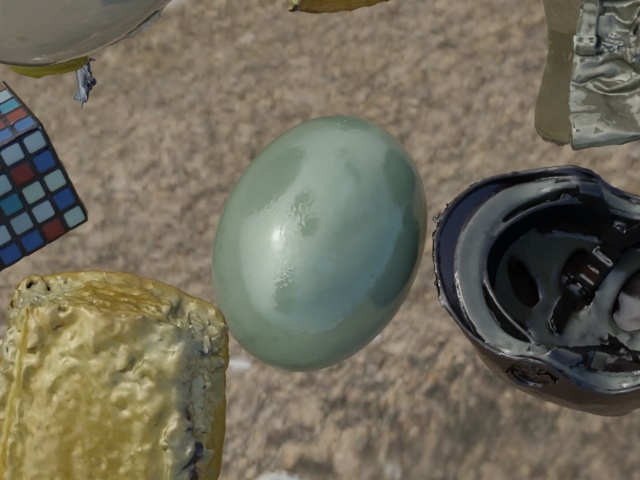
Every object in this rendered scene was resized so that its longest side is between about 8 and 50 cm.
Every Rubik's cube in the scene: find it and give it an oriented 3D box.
[{"bbox_3d":[-0.465,-0.087,2.044,0.184,0.182,0.187,-32,39,-17],"label":"Rubik's cube"}]

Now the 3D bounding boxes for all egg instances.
[{"bbox_3d":[0.000,0.000,1.431,0.203,0.203,0.282,17,57,4],"label":"egg"}]

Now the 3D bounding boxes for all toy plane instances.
[{"bbox_3d":[-0.335,-0.232,2.050,0.031,0.078,0.083,8,74,-21],"label":"toy plane"}]

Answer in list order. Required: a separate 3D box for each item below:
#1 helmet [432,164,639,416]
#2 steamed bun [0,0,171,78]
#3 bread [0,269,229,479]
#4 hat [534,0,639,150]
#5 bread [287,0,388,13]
[{"bbox_3d":[0.250,0.063,1.438,0.305,0.177,0.225,16,65,7],"label":"helmet"},{"bbox_3d":[-0.269,-0.347,1.428,0.334,0.374,0.334,39,35,-35],"label":"steamed bun"},{"bbox_3d":[-0.156,0.146,1.005,0.174,0.245,0.121,9,9,7],"label":"bread"},{"bbox_3d":[0.304,-0.204,1.505,0.149,0.214,0.244,3,9,5],"label":"hat"},{"bbox_3d":[0.080,-0.413,1.775,0.179,0.340,0.194,7,62,-19],"label":"bread"}]
